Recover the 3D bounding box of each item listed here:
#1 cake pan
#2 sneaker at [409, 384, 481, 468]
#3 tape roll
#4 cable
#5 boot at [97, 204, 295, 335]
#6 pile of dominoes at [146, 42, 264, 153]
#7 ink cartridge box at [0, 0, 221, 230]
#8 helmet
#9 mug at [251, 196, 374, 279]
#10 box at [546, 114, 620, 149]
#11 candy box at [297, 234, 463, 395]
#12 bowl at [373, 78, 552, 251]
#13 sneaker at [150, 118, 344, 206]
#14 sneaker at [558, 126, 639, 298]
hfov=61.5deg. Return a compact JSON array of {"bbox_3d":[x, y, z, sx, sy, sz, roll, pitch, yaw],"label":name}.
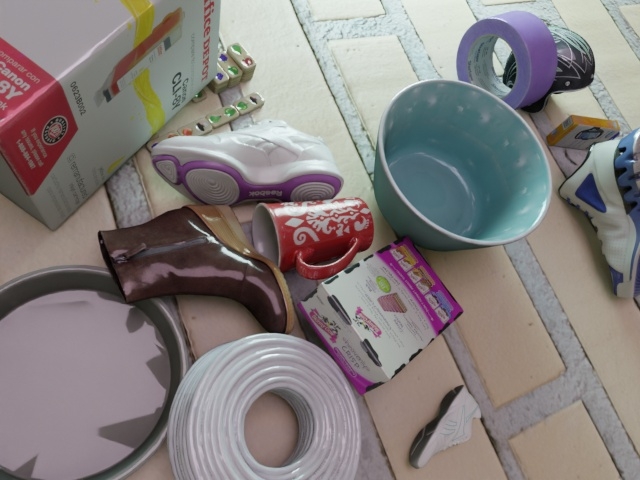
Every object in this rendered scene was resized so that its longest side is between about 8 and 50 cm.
[{"bbox_3d":[-0.321,0.176,0.691,0.293,0.054,0.293,7,65,-15],"label":"cake pan"},{"bbox_3d":[0.193,0.290,0.810,0.061,0.053,0.152,48,61,3],"label":"sneaker"},{"bbox_3d":[0.368,-0.353,1.075,0.080,0.189,0.189,-25,77,-25],"label":"tape roll"},{"bbox_3d":[-0.067,0.248,0.699,0.257,0.089,0.257,32,56,-16],"label":"cable"},{"bbox_3d":[-0.173,0.059,0.757,0.207,0.090,0.248,-19,63,-36],"label":"boot"},{"bbox_3d":[-0.233,-0.277,0.930,0.251,0.040,0.196,-35,81,-28],"label":"pile of dominoes"},{"bbox_3d":[-0.312,-0.240,0.736,0.160,0.279,0.384,36,66,1],"label":"ink cartridge box"},{"bbox_3d":[0.483,-0.366,1.133,0.170,0.161,0.169,7,65,-15],"label":"helmet"},{"bbox_3d":[-0.004,0.003,0.844,0.169,0.113,0.150,-10,66,-27],"label":"mug"},{"bbox_3d":[0.565,-0.228,1.145,0.136,0.081,0.028,1,66,-18],"label":"box"},{"bbox_3d":[0.098,0.102,0.812,0.233,0.071,0.159,-24,75,-47],"label":"candy box"},{"bbox_3d":[0.215,-0.104,0.930,0.312,0.163,0.311,7,65,-16],"label":"bowl"},{"bbox_3d":[-0.119,-0.132,0.880,0.305,0.114,0.152,4,52,-21],"label":"sneaker"},{"bbox_3d":[0.577,-0.060,1.054,0.128,0.182,0.315,-11,100,-20],"label":"sneaker"}]
